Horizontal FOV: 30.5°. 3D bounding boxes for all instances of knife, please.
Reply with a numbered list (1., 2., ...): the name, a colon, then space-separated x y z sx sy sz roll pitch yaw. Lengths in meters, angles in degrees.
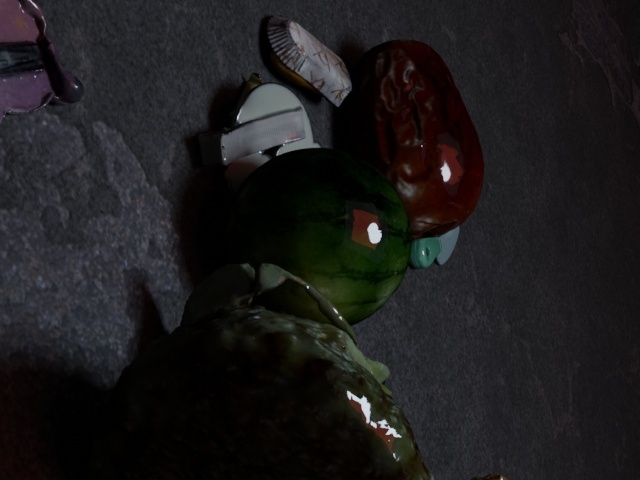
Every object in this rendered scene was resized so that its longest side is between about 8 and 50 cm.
1. knife: 0.216 0.014 2.128 0.260 0.034 0.063 -15 99 -65

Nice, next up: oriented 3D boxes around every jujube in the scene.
1. jujube: 0.148 -0.161 1.893 0.223 0.223 0.318 17 59 -59

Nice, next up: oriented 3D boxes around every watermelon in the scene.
1. watermelon: -0.004 0.000 1.510 0.242 0.242 0.242 28 57 -55

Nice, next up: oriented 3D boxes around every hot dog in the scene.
1. hot dog: -0.017 -0.267 1.763 0.191 0.059 0.108 28 44 -51

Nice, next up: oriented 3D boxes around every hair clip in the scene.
1. hair clip: -0.073 -0.139 1.575 0.220 0.054 0.140 -23 108 -47
2. hair clip: -0.325 -0.192 1.201 0.187 0.056 0.146 -44 119 -67

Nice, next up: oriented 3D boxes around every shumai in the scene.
1. shumai: -0.040 0.210 1.284 0.348 0.395 0.395 -55 129 -62

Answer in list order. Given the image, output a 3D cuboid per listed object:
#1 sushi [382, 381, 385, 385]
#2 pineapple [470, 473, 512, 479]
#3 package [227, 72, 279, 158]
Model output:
1. sushi: -0.047 0.204 1.534 0.273 0.109 0.134 30 61 -35
2. pineapple: 0.231 0.528 1.887 0.340 0.169 0.169 -42 119 -45
3. package: -0.086 -0.161 1.629 0.108 0.031 0.121 61 35 -33
